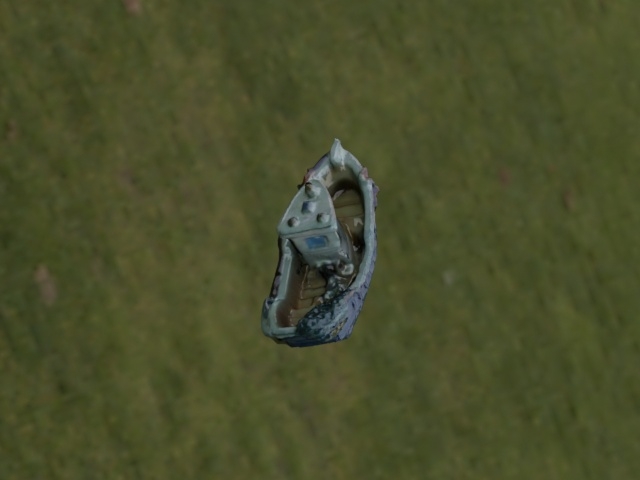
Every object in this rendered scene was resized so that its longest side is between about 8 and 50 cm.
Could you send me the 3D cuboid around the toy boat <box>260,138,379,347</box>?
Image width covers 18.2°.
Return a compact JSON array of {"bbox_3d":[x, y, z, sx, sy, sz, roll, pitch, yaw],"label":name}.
[{"bbox_3d":[0.000,0.000,0.661,0.038,0.038,0.083,49,39,-38],"label":"toy boat"}]
